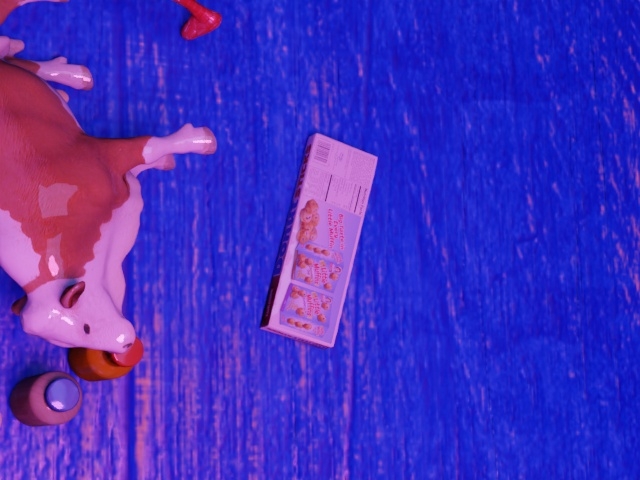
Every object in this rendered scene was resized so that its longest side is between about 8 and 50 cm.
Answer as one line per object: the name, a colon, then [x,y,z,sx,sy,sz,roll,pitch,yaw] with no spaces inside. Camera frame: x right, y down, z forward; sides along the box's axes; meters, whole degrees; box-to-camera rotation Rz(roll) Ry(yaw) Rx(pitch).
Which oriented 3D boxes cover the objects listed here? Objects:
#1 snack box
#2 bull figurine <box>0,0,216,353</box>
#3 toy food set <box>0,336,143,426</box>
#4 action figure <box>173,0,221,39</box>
snack box: [0.000,0.000,1.096,0.064,0.022,0.178,20,73,-22]
bull figurine: [-0.201,-0.064,0.926,0.188,0.101,0.310,-31,74,-37]
toy food set: [-0.252,0.086,0.915,0.232,0.104,0.111,19,74,-21]
action figure: [-0.216,-0.254,1.010,0.280,0.139,0.091,30,65,-42]
